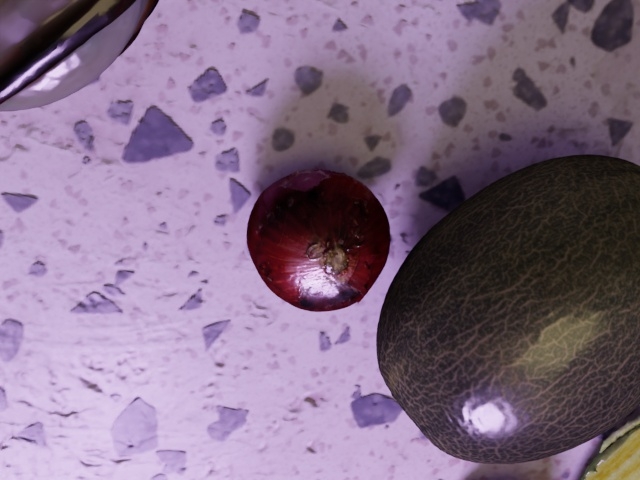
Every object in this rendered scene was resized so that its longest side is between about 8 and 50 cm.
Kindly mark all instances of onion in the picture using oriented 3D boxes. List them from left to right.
[{"bbox_3d":[0.000,0.000,1.186,0.131,0.131,0.131,-5,118,-9],"label":"onion"}]

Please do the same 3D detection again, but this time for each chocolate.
[{"bbox_3d":[-0.229,-0.220,0.985,0.283,0.186,0.284,-5,118,-9],"label":"chocolate"}]

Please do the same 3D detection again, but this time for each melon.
[{"bbox_3d":[0.196,0.060,1.185,0.301,0.237,0.237,-40,117,10],"label":"melon"}]

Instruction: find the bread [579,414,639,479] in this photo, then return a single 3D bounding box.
[{"bbox_3d":[0.397,0.296,1.459,0.301,0.045,0.301,-5,115,-10],"label":"bread"}]
